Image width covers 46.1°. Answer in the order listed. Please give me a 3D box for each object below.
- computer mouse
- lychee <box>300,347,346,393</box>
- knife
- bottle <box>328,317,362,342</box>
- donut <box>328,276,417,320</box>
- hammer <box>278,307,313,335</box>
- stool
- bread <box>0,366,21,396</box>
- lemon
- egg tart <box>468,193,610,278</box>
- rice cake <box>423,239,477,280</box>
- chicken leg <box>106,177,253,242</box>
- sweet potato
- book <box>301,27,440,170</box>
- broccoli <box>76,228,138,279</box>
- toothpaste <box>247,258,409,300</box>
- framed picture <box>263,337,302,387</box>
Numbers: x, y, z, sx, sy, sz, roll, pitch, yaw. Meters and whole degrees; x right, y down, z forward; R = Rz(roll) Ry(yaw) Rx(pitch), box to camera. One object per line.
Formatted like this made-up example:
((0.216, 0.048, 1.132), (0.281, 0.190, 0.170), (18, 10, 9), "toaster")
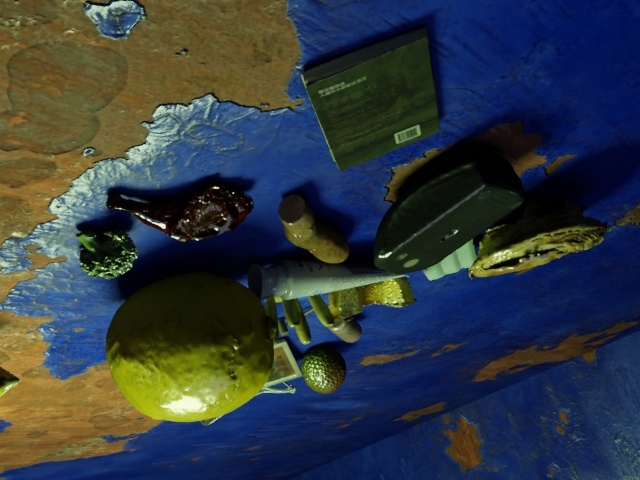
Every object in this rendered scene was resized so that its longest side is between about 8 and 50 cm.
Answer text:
((0.196, -0.049, 1.235), (0.269, 0.100, 0.170), (-38, 153, 28), "computer mouse")
((0.011, 0.327, 1.894), (0.114, 0.114, 0.146), (-24, 135, 14), "lychee")
((-0.202, 0.421, 2.005), (0.278, 0.053, 0.123), (-30, 126, 20), "knife")
((0.054, 0.195, 1.710), (0.053, 0.053, 0.140), (-22, 155, 11), "bottle")
((0.096, 0.108, 1.495), (0.181, 0.078, 0.146), (-13, -178, 1), "donut")
((-0.045, 0.163, 1.614), (0.110, 0.035, 0.019), (-33, 153, 12), "hammer")
((-0.050, 0.133, 1.445), (0.134, 0.110, 0.135), (-17, 154, 3), "stool")
((-0.646, 0.236, 1.252), (0.252, 0.132, 0.174), (-29, 159, 19), "bread")
((-0.220, 0.181, 1.268), (0.284, 0.260, 0.260), (4, 152, -7), "lemon")
((0.405, -0.010, 1.427), (0.297, 0.132, 0.297), (-19, 168, -4), "egg tart")
((0.241, 0.016, 1.466), (0.127, 0.043, 0.237), (-20, 156, 5), "rice cake")
((-0.194, -0.042, 1.061), (0.205, 0.053, 0.093), (-15, 133, -22), "chicken leg")
((0.000, 0.000, 1.260), (0.067, 0.059, 0.281), (-15, 156, 18), "sweet potato")
((0.074, -0.176, 0.980), (0.160, 0.024, 0.228), (-20, 155, 4), "book")
((-0.314, 0.014, 1.094), (0.095, 0.097, 0.092), (-40, 110, -1), "broccoli")
((0.014, 0.066, 1.391), (0.300, 0.073, 0.114), (-3, -174, -30), "toothpaste")
((-0.201, 0.325, 1.827), (0.290, 0.020, 0.211), (-17, 146, 0), "framed picture")
